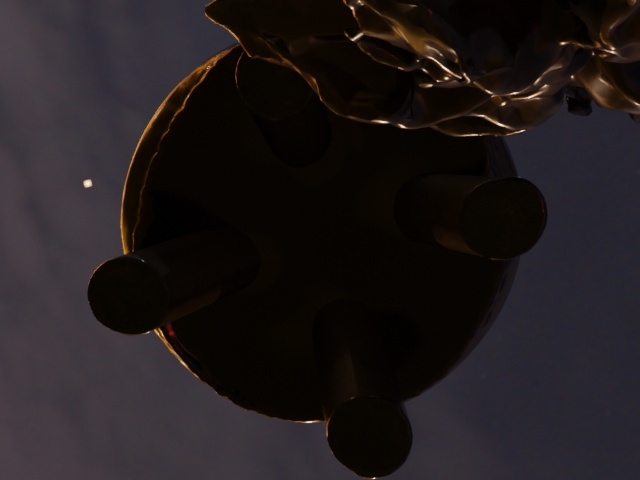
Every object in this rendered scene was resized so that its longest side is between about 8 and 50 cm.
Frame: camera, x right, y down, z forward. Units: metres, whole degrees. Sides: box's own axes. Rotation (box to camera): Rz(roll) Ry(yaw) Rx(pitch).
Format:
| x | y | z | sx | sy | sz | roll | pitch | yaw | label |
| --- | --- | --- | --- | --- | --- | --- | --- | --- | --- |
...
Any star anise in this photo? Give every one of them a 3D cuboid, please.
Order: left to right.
| x | y | z | sx | sy | sz | roll | pitch | yaw | label |
| --- | --- | --- | --- | --- | --- | --- | --- | --- | --- |
| 0.121 | -0.109 | 0.551 | 0.331 | 0.331 | 0.118 | -15 | -94 | 55 | star anise |

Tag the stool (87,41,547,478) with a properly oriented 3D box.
| x | y | z | sx | sy | sz | roll | pitch | yaw | label |
| --- | --- | --- | --- | --- | --- | --- | --- | --- | --- |
| 0.000 | 0.000 | 0.825 | 0.178 | 0.272 | 0.272 | -84 | 163 | -82 | stool |
